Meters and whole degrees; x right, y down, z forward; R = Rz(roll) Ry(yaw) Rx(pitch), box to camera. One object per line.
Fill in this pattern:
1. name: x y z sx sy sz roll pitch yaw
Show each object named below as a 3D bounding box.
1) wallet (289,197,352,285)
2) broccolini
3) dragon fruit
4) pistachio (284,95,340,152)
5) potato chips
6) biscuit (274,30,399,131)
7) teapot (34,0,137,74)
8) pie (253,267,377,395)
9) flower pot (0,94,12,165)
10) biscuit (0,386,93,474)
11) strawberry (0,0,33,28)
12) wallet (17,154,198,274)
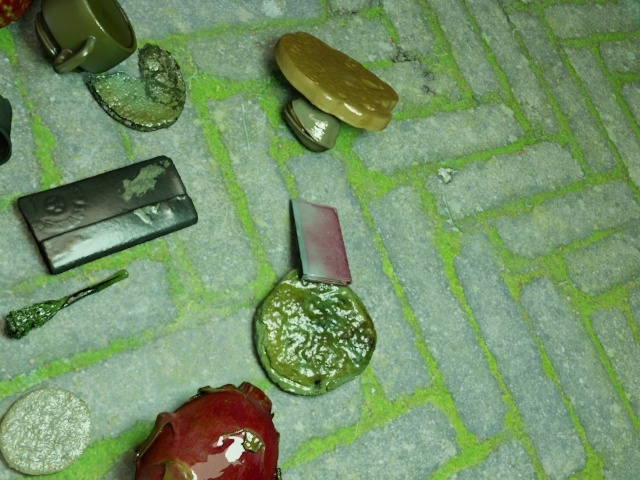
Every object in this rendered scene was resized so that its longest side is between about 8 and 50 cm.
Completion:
1. wallet: 0.000 0.000 1.375 0.119 0.025 0.232 10 44 -21
2. broccolini: -0.467 0.108 1.144 0.239 0.051 0.054 -30 40 -33
3. dragon fruit: -0.185 0.387 1.059 0.315 0.250 0.250 -23 81 -38
4. pistachio: -0.020 -0.279 1.479 0.149 0.113 0.113 35 59 -7
5. potato chips: -0.394 -0.344 1.376 0.202 0.029 0.220 32 62 -11
6. biscuit: 0.044 -0.387 1.525 0.351 0.057 0.312 22 38 -21
7. teapot: -0.502 -0.421 1.268 0.185 0.175 0.267 50 19 -41
8. pie: -0.013 0.188 1.306 0.277 0.078 0.277 10 64 -20
9. flower pot: -0.644 -0.222 1.138 0.158 0.157 0.106 10 54 -22
10. biscuit: -0.472 0.328 1.062 0.152 0.020 0.152 11 64 -23
11. strawberry: -0.640 -0.593 1.207 0.292 0.292 0.343 -16 83 -30
12. wallet: -0.415 -0.062 1.236 0.321 0.044 0.170 -24 79 -32
